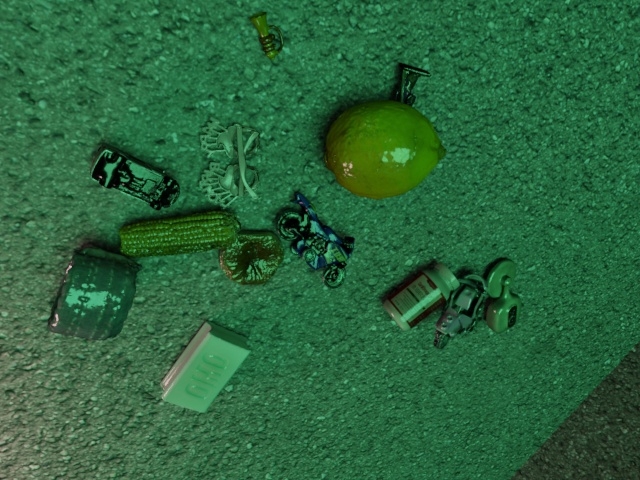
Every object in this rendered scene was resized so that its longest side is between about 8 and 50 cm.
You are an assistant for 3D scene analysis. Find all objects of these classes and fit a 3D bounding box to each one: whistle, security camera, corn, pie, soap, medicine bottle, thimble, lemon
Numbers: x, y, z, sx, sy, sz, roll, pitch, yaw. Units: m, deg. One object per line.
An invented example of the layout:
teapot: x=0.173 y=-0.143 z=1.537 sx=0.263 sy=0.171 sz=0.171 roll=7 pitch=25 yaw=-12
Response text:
whistle: x=-0.130 y=-0.504 z=1.165 sx=0.046 sy=0.057 sz=0.109 roll=1 pitch=137 yaw=28
security camera: x=0.700 y=0.212 z=1.802 sx=0.157 sy=0.080 sz=0.302 roll=-23 pitch=120 yaw=-22
corn: x=-0.369 y=-0.014 z=1.266 sx=0.317 sy=0.115 sz=0.115 roll=-8 pitch=117 yaw=-12
pie: x=-0.200 y=0.053 z=1.400 sx=0.195 sy=0.046 sz=0.195 roll=-9 pitch=119 yaw=-17
soap: x=-0.359 y=0.397 z=1.482 sx=0.160 sy=0.087 sz=0.265 roll=32 pitch=100 yaw=-31
medicine bottle: x=0.346 y=0.191 z=1.630 sx=0.250 sy=0.131 sz=0.131 roll=-38 pitch=122 yaw=1
thimble: x=-0.569 y=0.137 z=1.203 sx=0.172 sy=0.205 sz=0.236 roll=17 pitch=112 yaw=-30
lemon: x=0.164 y=-0.242 z=1.256 sx=0.321 sy=0.268 sz=0.268 roll=-4 pitch=119 yaw=10

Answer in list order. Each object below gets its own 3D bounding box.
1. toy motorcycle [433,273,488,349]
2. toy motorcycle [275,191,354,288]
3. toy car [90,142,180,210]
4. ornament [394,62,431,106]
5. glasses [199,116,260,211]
toy motorcycle: x=0.497 y=0.236 z=1.675 sx=0.327 sy=0.143 sz=0.188 roll=-38 pitch=141 yaw=-33
toy motorcycle: x=0.000 y=0.000 z=1.419 sx=0.169 sy=0.113 sz=0.315 roll=-44 pitch=114 yaw=-8
toy car: x=-0.452 y=-0.157 z=1.167 sx=0.209 sy=0.108 sz=0.089 roll=26 pitch=101 yaw=-34
ornament: x=0.222 y=-0.391 z=1.330 sx=0.081 sy=0.088 sz=0.203 roll=21 pitch=119 yaw=-8
glasses: x=-0.237 y=-0.191 z=1.240 sx=0.162 sy=0.095 sz=0.255 roll=-2 pitch=113 yaw=-11
